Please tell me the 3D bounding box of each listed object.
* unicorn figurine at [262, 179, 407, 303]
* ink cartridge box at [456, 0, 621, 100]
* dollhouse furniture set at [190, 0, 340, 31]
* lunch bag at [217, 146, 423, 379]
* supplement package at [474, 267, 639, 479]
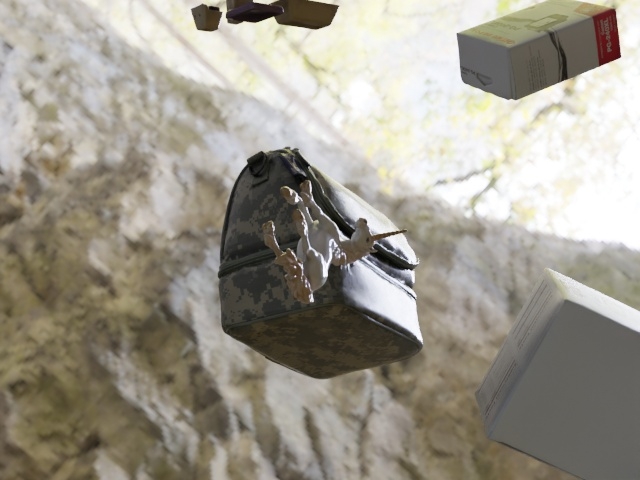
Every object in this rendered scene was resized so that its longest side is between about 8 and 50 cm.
[{"bbox_3d":[0.000,0.000,1.117,0.060,0.111,0.162,-6,-145,42],"label":"unicorn figurine"},{"bbox_3d":[0.245,-0.220,1.337,0.150,0.063,0.109,-22,-153,-20],"label":"ink cartridge box"},{"bbox_3d":[-0.048,-0.234,1.079,0.114,0.081,0.091,0,175,-42],"label":"dollhouse furniture set"},{"bbox_3d":[-0.001,0.031,1.679,0.212,0.305,0.256,-19,-119,27],"label":"lunch bag"},{"bbox_3d":[0.363,0.191,1.496,0.145,0.261,0.204,-87,-157,-75],"label":"supplement package"}]
